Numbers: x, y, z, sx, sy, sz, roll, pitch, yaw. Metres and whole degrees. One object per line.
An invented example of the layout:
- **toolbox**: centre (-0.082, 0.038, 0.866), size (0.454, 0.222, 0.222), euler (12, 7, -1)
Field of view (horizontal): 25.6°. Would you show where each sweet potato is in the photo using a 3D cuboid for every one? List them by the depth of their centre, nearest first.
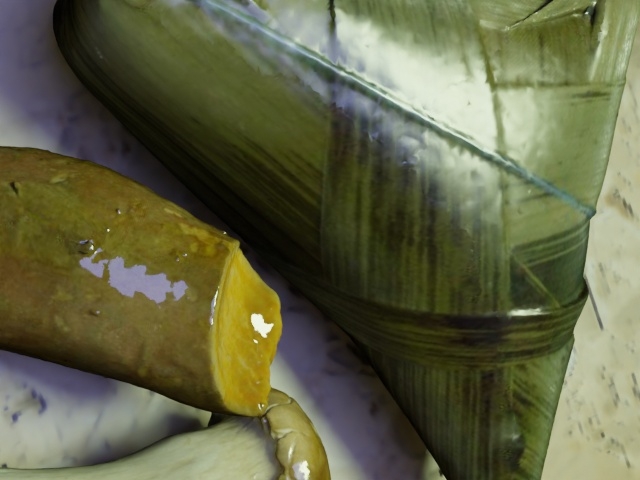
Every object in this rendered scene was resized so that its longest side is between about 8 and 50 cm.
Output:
- **sweet potato**: centre (-0.125, -0.005, 0.491), size (0.243, 0.077, 0.077), euler (20, 77, -4)

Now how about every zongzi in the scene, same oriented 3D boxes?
- **zongzi**: centre (0.000, 0.000, 0.531), size (0.221, 0.112, 0.242), euler (10, 89, -21)

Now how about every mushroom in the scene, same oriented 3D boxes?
- **mushroom**: centre (-0.093, 0.102, 0.498), size (0.209, 0.071, 0.084), euler (-4, 121, -20)
